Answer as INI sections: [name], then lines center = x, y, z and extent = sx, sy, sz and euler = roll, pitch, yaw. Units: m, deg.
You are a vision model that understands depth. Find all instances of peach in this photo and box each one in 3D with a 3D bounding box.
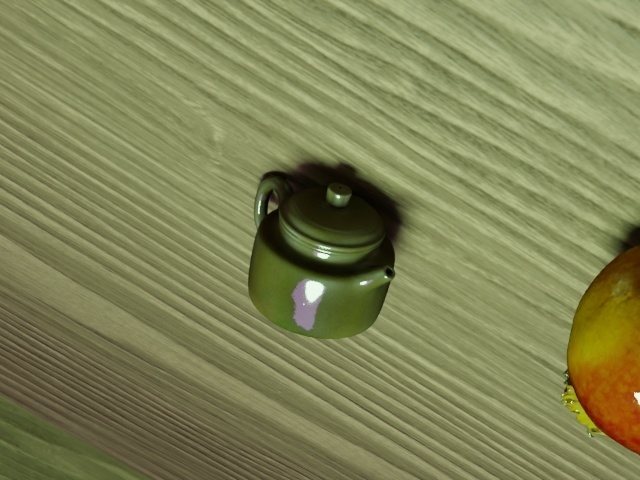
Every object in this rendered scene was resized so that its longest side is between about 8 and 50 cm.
[peach]
center = 0.420, 0.120, 1.391
extent = 0.281, 0.238, 0.281
euler = 16, 115, 37

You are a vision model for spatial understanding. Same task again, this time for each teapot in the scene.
[teapot]
center = 0.000, 0.000, 1.608
extent = 0.267, 0.185, 0.175
euler = 39, 128, 36

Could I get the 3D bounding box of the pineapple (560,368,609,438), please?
[pineapple]
center = 0.420, 0.234, 1.750
extent = 0.233, 0.079, 0.135
euler = 28, 155, -5
